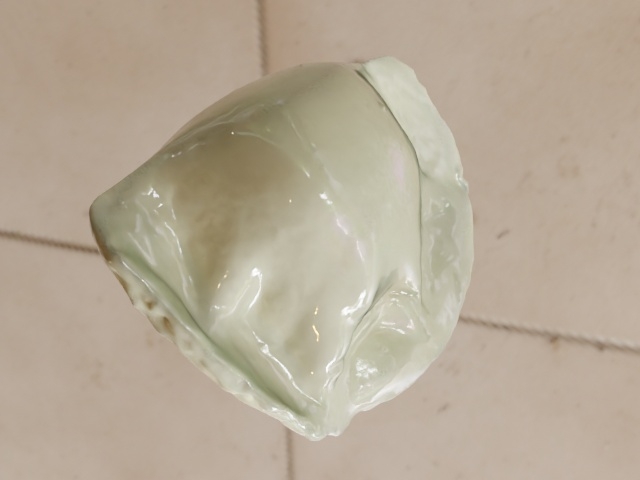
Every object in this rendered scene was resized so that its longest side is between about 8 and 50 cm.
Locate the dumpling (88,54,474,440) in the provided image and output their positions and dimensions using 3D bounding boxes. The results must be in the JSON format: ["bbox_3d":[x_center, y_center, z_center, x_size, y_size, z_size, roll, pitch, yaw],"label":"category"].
[{"bbox_3d":[0.000,0.000,0.778,0.179,0.252,0.131,53,134,0],"label":"dumpling"}]
